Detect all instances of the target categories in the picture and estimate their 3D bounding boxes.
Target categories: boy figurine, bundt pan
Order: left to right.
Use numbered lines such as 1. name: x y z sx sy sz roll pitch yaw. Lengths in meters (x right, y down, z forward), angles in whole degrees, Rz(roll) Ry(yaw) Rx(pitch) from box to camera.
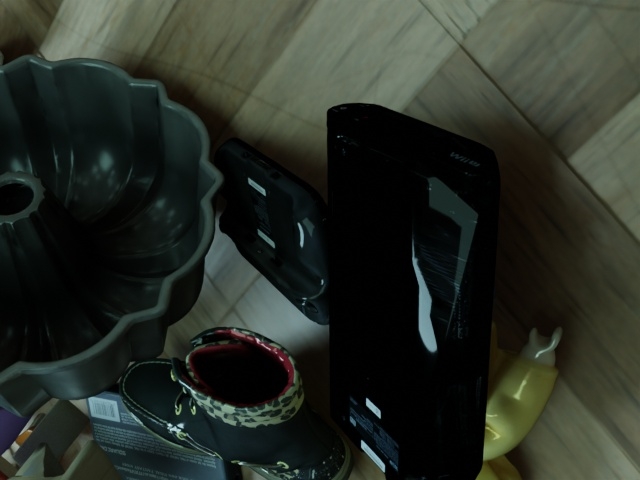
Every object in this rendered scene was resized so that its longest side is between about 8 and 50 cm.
1. bundt pan: -0.238 0.002 0.721 0.331 0.331 0.124 34 150 24
2. boy figurine: 0.096 0.093 0.632 0.177 0.092 0.285 -9 99 37

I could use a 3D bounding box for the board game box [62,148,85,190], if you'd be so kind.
1. board game box: -0.267 -0.008 0.900 0.160 0.039 0.211 -19 91 39

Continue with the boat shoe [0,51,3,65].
1. boat shoe: -0.406 -0.122 0.930 0.302 0.113 0.103 -24 90 49

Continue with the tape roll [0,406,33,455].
1. tape roll: -0.380 0.084 0.802 0.275 0.275 0.090 43 108 18

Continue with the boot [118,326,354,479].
1. boot: -0.093 0.122 0.729 0.236 0.085 0.178 18 151 25

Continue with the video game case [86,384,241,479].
1. video game case: -0.155 0.290 0.916 0.196 0.026 0.274 1 105 36

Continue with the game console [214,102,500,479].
1. game console: 0.000 0.000 0.599 0.361 0.044 0.213 37 132 57

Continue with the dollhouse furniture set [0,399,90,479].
1. dollhouse furniture set: -0.433 0.220 0.976 0.259 0.135 0.262 45 131 -11

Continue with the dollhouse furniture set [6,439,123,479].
1. dollhouse furniture set: -0.330 0.428 0.847 0.362 0.256 0.394 -10 118 27
